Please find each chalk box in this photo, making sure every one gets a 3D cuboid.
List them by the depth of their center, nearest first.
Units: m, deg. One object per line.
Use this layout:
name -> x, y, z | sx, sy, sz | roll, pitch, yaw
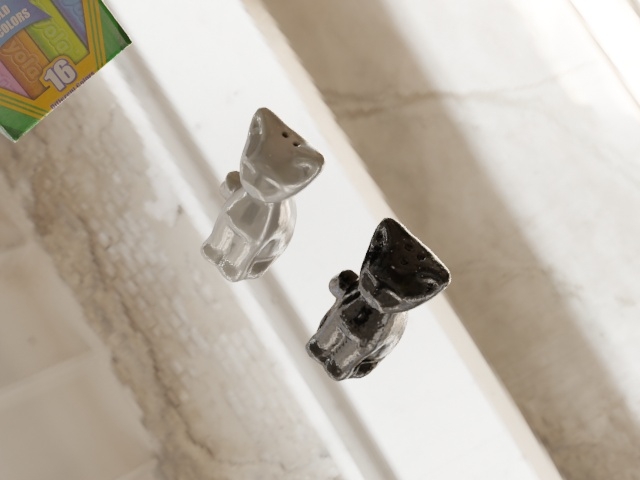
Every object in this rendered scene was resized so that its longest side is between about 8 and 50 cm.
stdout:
chalk box -> -0.275, -0.208, 0.959 | 0.132, 0.132, 0.213 | 36, 165, 48

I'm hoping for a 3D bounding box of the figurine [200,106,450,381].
figurine -> 0.000, 0.000, 1.017 | 0.215, 0.209, 0.092 | 42, -115, 5
